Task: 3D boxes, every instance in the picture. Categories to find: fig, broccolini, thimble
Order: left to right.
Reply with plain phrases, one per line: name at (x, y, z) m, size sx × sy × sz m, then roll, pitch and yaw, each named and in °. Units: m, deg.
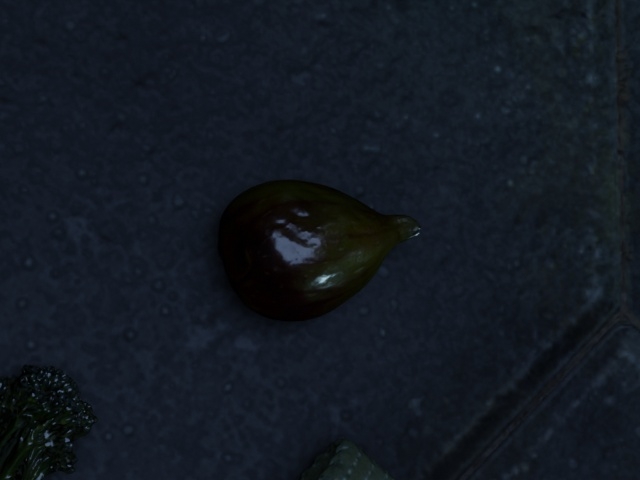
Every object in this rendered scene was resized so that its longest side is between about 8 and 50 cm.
broccolini at (-0.242, 0.183, 1.190) m, size 0.091 × 0.068 × 0.203 m, roll 34°, pitch 92°, yaw 8°
fig at (0.000, 0.000, 1.232) m, size 0.154 × 0.103 × 0.109 m, roll -18°, pitch 107°, yaw -5°
thimble at (0.005, 0.207, 1.208) m, size 0.062 × 0.084 × 0.110 m, roll 39°, pitch 74°, yaw -4°
